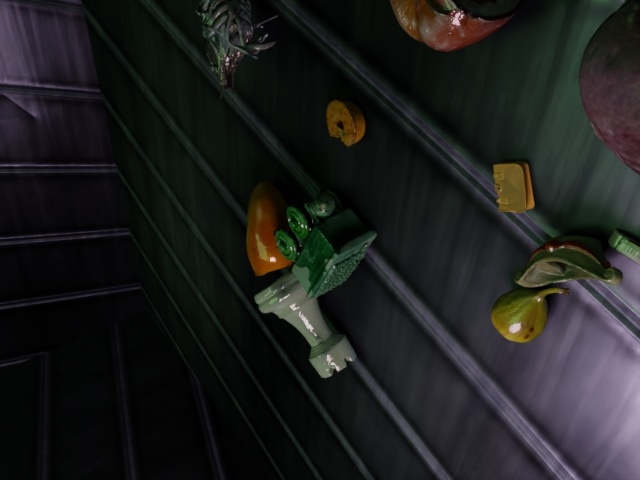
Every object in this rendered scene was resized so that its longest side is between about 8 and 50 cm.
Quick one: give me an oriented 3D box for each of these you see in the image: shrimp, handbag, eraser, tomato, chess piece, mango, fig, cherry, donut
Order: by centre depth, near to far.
[{"bbox_3d":[0.388,-0.169,0.614,0.266,0.184,0.213,49,-152,-38],"label":"cherry"},{"bbox_3d":[0.458,0.020,0.807,0.099,0.019,0.027,41,126,36],"label":"eraser"},{"bbox_3d":[0.177,-0.377,0.839,0.214,0.181,0.155,67,156,7],"label":"tomato"},{"bbox_3d":[0.321,-0.090,0.944,0.061,0.027,0.083,6,112,56],"label":"handbag"},{"bbox_3d":[0.368,0.110,0.962,0.166,0.093,0.093,-46,69,39],"label":"fig"},{"bbox_3d":[0.056,-0.260,1.231,0.108,0.043,0.097,44,143,35],"label":"donut"},{"bbox_3d":[-0.210,-0.541,1.314,0.166,0.221,0.410,-17,82,37],"label":"shrimp"},{"bbox_3d":[-0.029,0.226,1.569,0.299,0.195,0.194,57,149,1],"label":"chess piece"},{"bbox_3d":[-0.137,-0.042,1.577,0.138,0.187,0.257,-12,91,16],"label":"mango"}]

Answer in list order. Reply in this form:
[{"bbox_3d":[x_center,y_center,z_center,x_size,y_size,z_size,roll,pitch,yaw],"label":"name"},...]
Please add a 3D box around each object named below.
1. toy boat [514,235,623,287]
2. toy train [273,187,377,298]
[{"bbox_3d":[0.380,0.036,0.873,0.185,0.089,0.071,-12,55,62],"label":"toy boat"},{"bbox_3d":[0.000,0.000,1.395,0.202,0.145,0.266,53,147,17],"label":"toy train"}]
